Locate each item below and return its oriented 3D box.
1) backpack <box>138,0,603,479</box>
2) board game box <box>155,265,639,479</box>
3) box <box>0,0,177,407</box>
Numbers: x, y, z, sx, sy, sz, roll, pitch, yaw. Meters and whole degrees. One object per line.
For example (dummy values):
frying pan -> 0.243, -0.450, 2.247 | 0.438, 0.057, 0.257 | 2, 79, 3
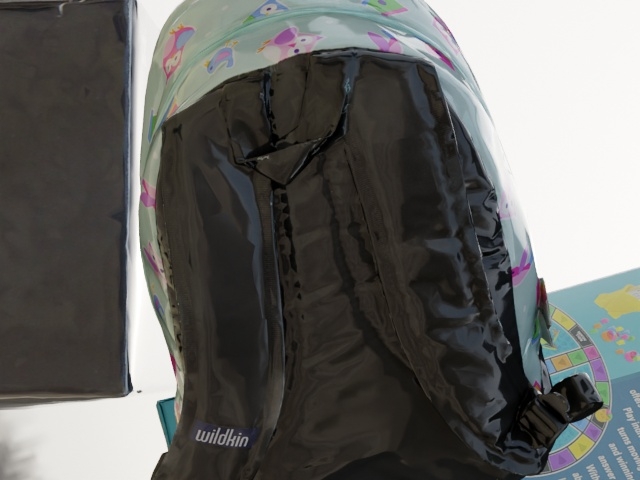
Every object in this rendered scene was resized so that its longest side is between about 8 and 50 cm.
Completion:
backpack -> 0.000, 0.000, 0.606 | 0.115, 0.152, 0.182 | -111, -173, -57
board game box -> 0.119, 0.123, 0.745 | 0.254, 0.336, 0.079 | -111, -173, -56
box -> -0.213, -0.008, 0.890 | 0.296, 0.294, 0.182 | 51, 37, -85
